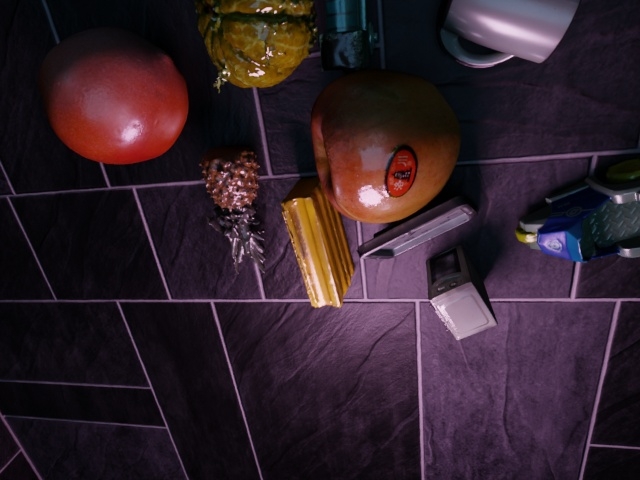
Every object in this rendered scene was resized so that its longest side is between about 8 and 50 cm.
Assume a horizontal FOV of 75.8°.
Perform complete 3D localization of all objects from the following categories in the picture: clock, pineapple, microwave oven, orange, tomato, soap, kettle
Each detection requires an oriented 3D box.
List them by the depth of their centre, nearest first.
[{"bbox_3d":[0.360,-0.456,0.844,0.236,0.161,0.221,18,149,3],"label":"kettle"},{"bbox_3d":[-0.137,-0.484,0.879,0.300,0.223,0.302,-29,83,49],"label":"orange"},{"bbox_3d":[-0.473,-0.341,0.972,0.320,0.322,0.322,5,117,9],"label":"tomato"},{"bbox_3d":[0.246,-0.031,1.021,0.278,0.273,0.049,-28,75,22],"label":"clock"},{"bbox_3d":[0.363,0.136,1.097,0.129,0.205,0.163,-28,106,23],"label":"microwave oven"},{"bbox_3d":[0.000,-0.001,1.107,0.096,0.204,0.325,-8,113,19],"label":"soap"},{"bbox_3d":[-0.236,-0.076,1.149,0.165,0.166,0.365,3,119,10],"label":"pineapple"}]

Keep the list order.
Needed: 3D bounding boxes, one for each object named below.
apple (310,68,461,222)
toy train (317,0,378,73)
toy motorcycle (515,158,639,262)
[{"bbox_3d":[0.146,-0.202,0.902,0.304,0.338,0.339,-14,114,-7],"label":"apple"},{"bbox_3d":[0.052,-0.502,0.852,0.119,0.194,0.299,1,115,13],"label":"toy train"},{"bbox_3d":[0.642,-0.037,0.958,0.326,0.200,0.191,-19,111,18],"label":"toy motorcycle"}]
